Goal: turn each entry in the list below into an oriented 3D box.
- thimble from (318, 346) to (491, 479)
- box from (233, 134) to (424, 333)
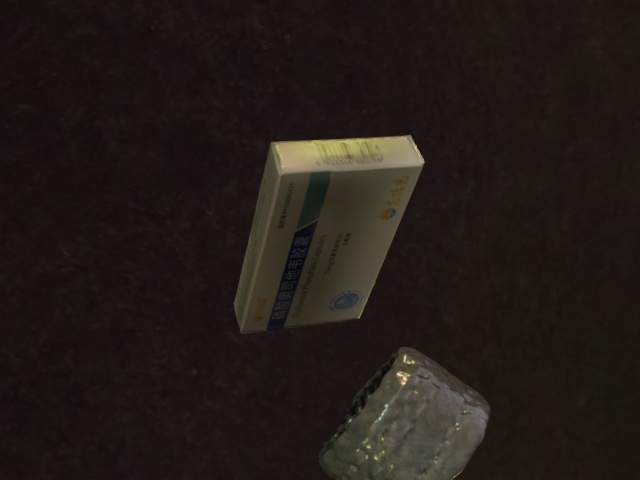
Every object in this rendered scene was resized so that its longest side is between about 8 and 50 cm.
[{"bbox_3d":[0.112,0.273,1.185,0.217,0.157,0.245,-48,173,-30],"label":"thimble"},{"bbox_3d":[0.000,0.000,1.183,0.200,0.065,0.343,-5,141,-20],"label":"box"}]
